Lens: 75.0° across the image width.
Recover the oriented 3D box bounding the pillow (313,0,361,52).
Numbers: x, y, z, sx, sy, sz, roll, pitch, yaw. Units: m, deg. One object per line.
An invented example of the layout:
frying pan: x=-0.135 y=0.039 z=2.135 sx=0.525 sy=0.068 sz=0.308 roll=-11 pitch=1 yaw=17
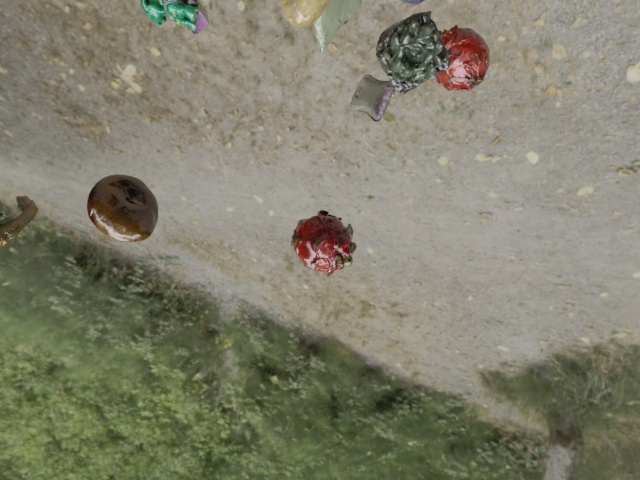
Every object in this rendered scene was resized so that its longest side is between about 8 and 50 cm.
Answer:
pillow: x=0.052 y=-0.887 z=1.519 sx=0.076 sy=0.281 sz=0.274 roll=32 pitch=167 yaw=20

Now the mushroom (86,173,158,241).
mushroom: x=-0.738 y=-0.098 z=1.543 sx=0.267 sy=0.254 sz=0.267 roll=35 pitch=-170 yaw=-7

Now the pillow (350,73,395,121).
pillow: x=0.166 y=-0.469 z=1.360 sx=0.038 sy=0.131 sz=0.233 roll=11 pitch=-156 yaw=-30

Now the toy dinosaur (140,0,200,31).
toy dinosaur: x=-0.254 y=-0.399 z=0.696 sx=0.096 sy=0.059 sz=0.132 roll=7 pitch=172 yaw=-11

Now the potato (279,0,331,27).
potato: x=-0.033 y=-0.609 z=0.959 sx=0.161 sy=0.235 sz=0.128 roll=27 pitch=176 yaw=30

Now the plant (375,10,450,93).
plant: x=0.188 y=-0.387 z=0.863 sx=0.129 sy=0.194 sz=0.132 roll=-31 pitch=116 yaw=14

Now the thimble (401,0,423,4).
thimble: x=0.235 y=-0.686 z=1.043 sx=0.150 sy=0.150 sz=0.098 roll=10 pitch=-179 yaw=23

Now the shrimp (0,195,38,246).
shrimp: x=-0.715 y=-0.052 z=0.931 sx=0.253 sy=0.173 sz=0.058 roll=57 pitch=171 yaw=48

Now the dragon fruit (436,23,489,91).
dragon fruit: x=0.412 y=-0.537 z=1.242 sx=0.210 sy=0.172 sz=0.172 roll=62 pitch=156 yaw=8

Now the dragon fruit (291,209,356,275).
dragon fruit: x=0.000 y=0.000 z=1.343 sx=0.274 sy=0.192 sz=0.193 roll=36 pitch=-171 yaw=36

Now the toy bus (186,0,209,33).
toy bus: x=-0.426 y=-0.740 z=1.223 sx=0.090 sy=0.112 sz=0.274 roll=-30 pitch=160 yaw=5
